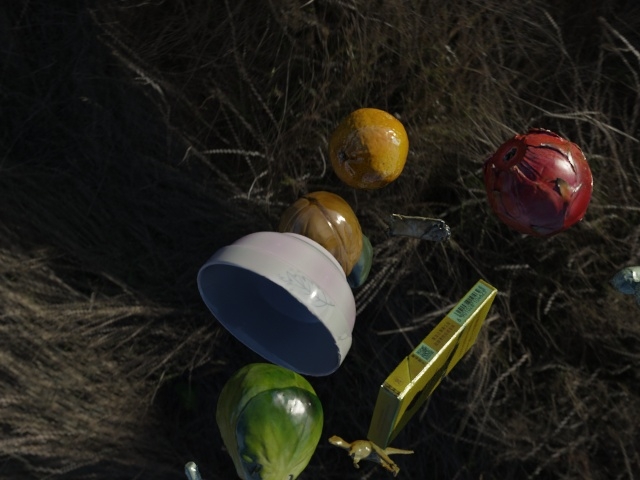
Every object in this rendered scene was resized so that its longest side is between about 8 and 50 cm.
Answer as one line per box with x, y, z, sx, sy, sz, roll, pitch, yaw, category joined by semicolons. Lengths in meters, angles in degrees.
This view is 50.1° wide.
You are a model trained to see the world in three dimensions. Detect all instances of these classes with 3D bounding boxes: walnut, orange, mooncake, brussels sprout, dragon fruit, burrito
0.000;0.000;1.321;0.167;0.167;0.207;-8;138;4;walnut
0.100;-0.194;1.463;0.177;0.177;0.155;-48;147;17;orange
0.056;0.047;1.827;0.104;0.168;0.175;-4;110;43;mooncake
-0.109;0.409;1.501;0.219;0.271;0.210;24;152;-36;brussels sprout
0.488;-0.126;1.533;0.241;0.241;0.252;-20;137;8;dragon fruit
0.212;-0.028;1.507;0.042;0.171;0.051;-10;103;-36;burrito

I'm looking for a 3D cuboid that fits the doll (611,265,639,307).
0.491;0.074;0.921;0.104;0.214;0.071;-16;104;-18;doll

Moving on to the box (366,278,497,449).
0.178;0.192;1.081;0.041;0.279;0.153;35;142;23;box

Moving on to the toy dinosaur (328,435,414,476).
0.092;0.377;1.244;0.126;0.162;0.039;28;101;20;toy dinosaur

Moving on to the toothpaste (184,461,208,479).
-0.167;0.472;1.103;0.037;0.067;0.255;-20;99;-10;toothpaste

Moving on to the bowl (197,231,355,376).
-0.056;0.091;1.184;0.287;0.143;0.287;26;147;18;bowl
